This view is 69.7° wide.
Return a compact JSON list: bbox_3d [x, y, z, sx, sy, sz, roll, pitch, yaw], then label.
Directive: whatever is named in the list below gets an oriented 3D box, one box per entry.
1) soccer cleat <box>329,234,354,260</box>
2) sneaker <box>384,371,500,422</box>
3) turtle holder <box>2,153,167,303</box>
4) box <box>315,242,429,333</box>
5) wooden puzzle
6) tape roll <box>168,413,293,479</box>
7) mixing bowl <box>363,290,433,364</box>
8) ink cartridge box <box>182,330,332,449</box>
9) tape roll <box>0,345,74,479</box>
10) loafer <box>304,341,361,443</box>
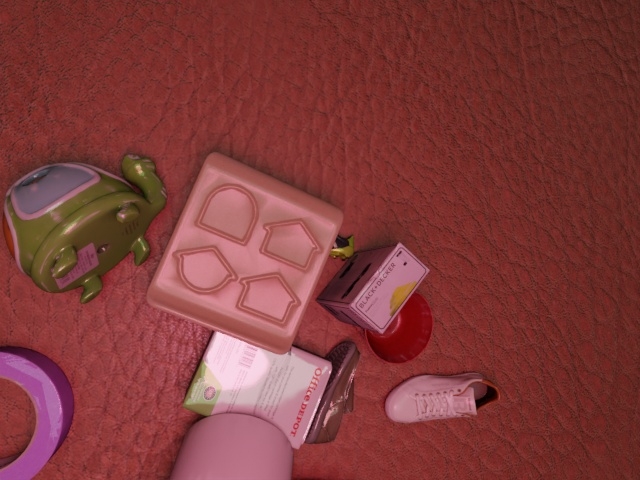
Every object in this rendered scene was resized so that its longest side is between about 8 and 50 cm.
[{"bbox_3d":[0.000,0.000,1.130,0.178,0.060,0.073,13,72,-19],"label":"soccer cleat"},{"bbox_3d":[0.305,0.386,1.133,0.289,0.123,0.106,-10,89,-14],"label":"sneaker"},{"bbox_3d":[-0.469,-0.059,0.923,0.227,0.243,0.320,40,85,10],"label":"turtle holder"},{"bbox_3d":[0.101,0.104,1.021,0.087,0.290,0.169,42,76,-7],"label":"box"},{"bbox_3d":[-0.155,0.028,0.994,0.321,0.080,0.348,24,81,-12],"label":"wooden puzzle"},{"bbox_3d":[-0.181,0.495,0.920,0.245,0.169,0.246,1,118,2],"label":"tape roll"},{"bbox_3d":[0.172,0.199,1.123,0.181,0.098,0.182,-1,92,-19],"label":"mixing bowl"},{"bbox_3d":[-0.139,0.312,1.030,0.272,0.114,0.199,25,80,-10],"label":"ink cartridge box"},{"bbox_3d":[-0.650,0.354,0.912,0.274,0.090,0.275,1,85,-14],"label":"tape roll"},{"bbox_3d":[0.036,0.362,1.092,0.087,0.094,0.251,28,83,-22],"label":"loafer"}]
